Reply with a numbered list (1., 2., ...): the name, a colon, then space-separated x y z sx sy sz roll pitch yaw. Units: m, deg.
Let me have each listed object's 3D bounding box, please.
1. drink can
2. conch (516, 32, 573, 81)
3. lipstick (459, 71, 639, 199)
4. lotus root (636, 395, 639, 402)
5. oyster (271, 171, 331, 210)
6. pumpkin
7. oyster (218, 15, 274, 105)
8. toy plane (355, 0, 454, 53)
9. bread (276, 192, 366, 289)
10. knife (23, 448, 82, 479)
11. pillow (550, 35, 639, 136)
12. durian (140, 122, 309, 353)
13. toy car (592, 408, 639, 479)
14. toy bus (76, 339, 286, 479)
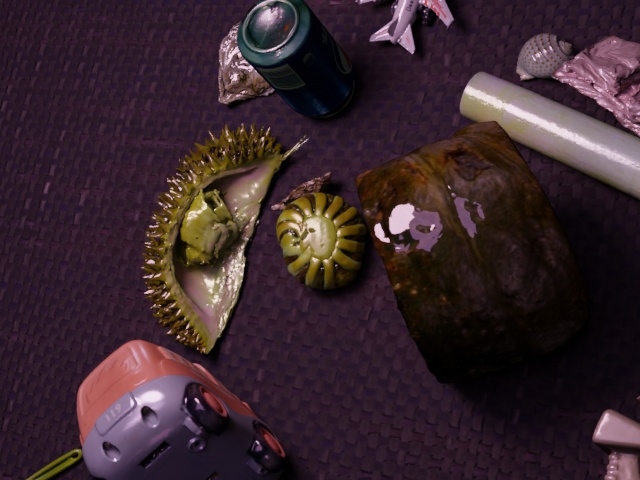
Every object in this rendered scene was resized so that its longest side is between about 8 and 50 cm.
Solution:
1. drink can: -0.030 -0.261 1.629 0.118 0.205 0.118 -8 67 20
2. conch: 0.308 -0.258 1.566 0.085 0.056 0.076 -15 54 18
3. lipstick: 0.328 -0.140 1.503 0.304 0.076 0.076 29 86 28
4. lotus root: 0.439 0.174 1.329 0.122 0.112 0.081 -39 81 -5
5. oyster: -0.020 -0.064 1.636 0.083 0.080 0.038 -33 81 51
6. pumpkin: 0.185 0.024 1.404 0.225 0.303 0.256 -28 36 6
7. oyster: -0.091 -0.289 1.751 0.177 0.064 0.125 -22 80 5
8. toy plane: 0.138 -0.363 1.669 0.162 0.065 0.171 22 81 29
9. bread: 0.000 0.000 1.594 0.130 0.071 0.139 -1 79 8
10. knife: -0.432 0.363 1.697 0.184 0.026 0.022 -32 102 9
11. pillow: 0.431 -0.191 1.461 0.135 0.049 0.248 -30 56 -27
12. durian: -0.169 -0.022 1.686 0.169 0.157 0.355 24 82 -8
13. toy car: 0.463 0.316 1.200 0.336 0.242 0.226 0 70 26
14. toy bus: -0.199 0.255 1.500 0.194 0.287 0.232 -44 45 4
